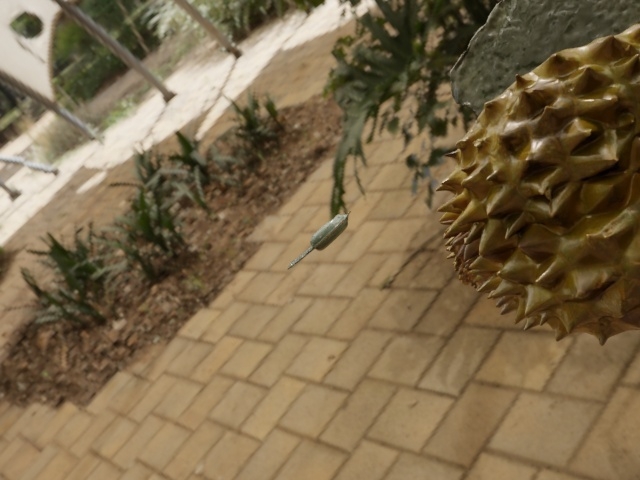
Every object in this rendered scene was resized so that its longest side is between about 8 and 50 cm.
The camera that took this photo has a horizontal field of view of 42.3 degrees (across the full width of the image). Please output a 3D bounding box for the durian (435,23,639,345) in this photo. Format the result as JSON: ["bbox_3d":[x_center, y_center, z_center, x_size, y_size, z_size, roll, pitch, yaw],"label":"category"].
[{"bbox_3d":[0.154,-0.034,0.467,0.182,0.165,0.132,-5,12,15],"label":"durian"}]

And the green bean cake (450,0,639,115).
[{"bbox_3d":[0.247,-0.175,0.837,0.183,0.094,0.185,43,102,29],"label":"green bean cake"}]

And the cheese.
[{"bbox_3d":[0.000,0.000,1.183,0.120,0.026,0.067,-42,1,5],"label":"cheese"}]
